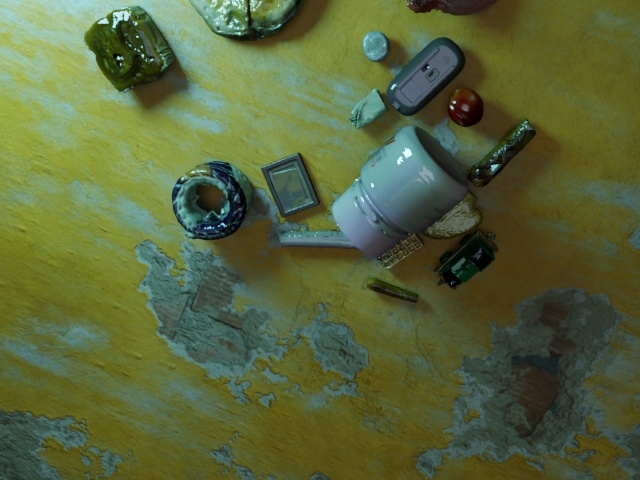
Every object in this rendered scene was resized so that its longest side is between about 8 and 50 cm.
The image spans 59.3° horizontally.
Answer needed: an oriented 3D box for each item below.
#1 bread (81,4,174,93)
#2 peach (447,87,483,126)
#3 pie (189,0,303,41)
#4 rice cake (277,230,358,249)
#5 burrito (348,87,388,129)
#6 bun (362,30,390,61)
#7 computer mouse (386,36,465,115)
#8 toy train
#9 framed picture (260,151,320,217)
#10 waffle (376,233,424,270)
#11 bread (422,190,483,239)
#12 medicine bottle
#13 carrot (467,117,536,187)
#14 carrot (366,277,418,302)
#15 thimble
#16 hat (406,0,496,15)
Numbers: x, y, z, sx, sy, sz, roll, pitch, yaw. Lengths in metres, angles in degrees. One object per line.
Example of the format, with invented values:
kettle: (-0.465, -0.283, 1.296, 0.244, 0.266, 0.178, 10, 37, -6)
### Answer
bread: (-0.545, -0.542, 1.595, 0.192, 0.110, 0.209, -25, 104, 15)
peach: (0.402, -0.364, 1.545, 0.101, 0.100, 0.100, 2, 108, 6)
pie: (-0.199, -0.702, 1.519, 0.339, 0.077, 0.339, 3, 109, 10)
rice cake: (0.000, 0.000, 1.738, 0.270, 0.049, 0.055, 2, 122, 5)
burrito: (0.132, -0.371, 1.601, 0.118, 0.044, 0.074, -33, 99, 14)
bun: (0.153, -0.533, 1.544, 0.083, 0.045, 0.083, 2, 106, 8)
computer mouse: (0.288, -0.450, 1.549, 0.120, 0.057, 0.232, 44, 105, -8)
toy train: (0.432, 0.062, 1.659, 0.091, 0.136, 0.227, 43, 106, -7)
framed picture: (-0.091, -0.167, 1.708, 0.128, 0.023, 0.168, -19, 105, 13)
waffle: (0.231, 0.015, 1.717, 0.148, 0.042, 0.102, -34, 101, 17)
bread: (0.375, -0.084, 1.661, 0.188, 0.065, 0.149, -20, 94, 16)
medicine bottle: (0.215, -0.129, 1.562, 0.256, 0.256, 0.325, 44, 118, -8)
carrot: (0.513, -0.244, 1.586, 0.069, 0.069, 0.228, 42, 107, -7)
carrot: (0.229, 0.158, 1.766, 0.171, 0.042, 0.042, 18, 109, 0)
thimble: (-0.327, -0.116, 1.689, 0.237, 0.150, 0.237, 2, 110, 6)
hat: (0.336, -0.676, 1.439, 0.286, 0.107, 0.236, -36, 101, -8)
